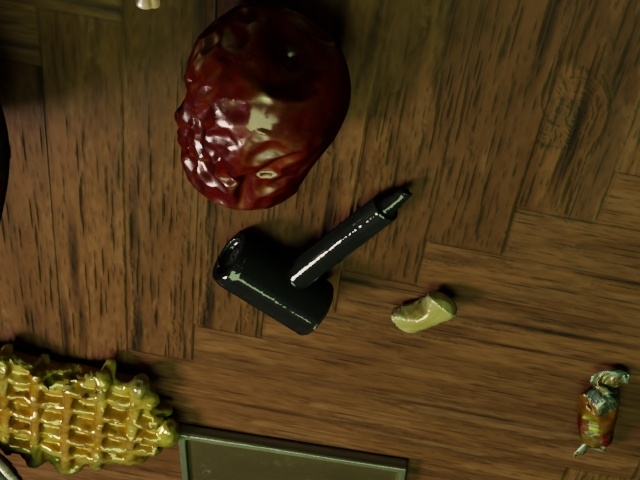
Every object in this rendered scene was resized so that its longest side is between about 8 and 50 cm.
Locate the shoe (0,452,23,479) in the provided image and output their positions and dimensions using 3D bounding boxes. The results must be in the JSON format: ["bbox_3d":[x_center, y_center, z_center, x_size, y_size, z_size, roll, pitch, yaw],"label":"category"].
[{"bbox_3d":[-0.486,0.295,2.105,0.194,0.077,0.074,42,169,0],"label":"shoe"}]

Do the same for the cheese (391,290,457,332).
[{"bbox_3d":[0.116,0.079,1.754,0.044,0.030,0.083,27,147,-29],"label":"cheese"}]

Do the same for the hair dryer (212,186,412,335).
[{"bbox_3d":[0.000,0.000,1.670,0.128,0.070,0.255,30,132,-22],"label":"hair dryer"}]

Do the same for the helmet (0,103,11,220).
[{"bbox_3d":[-0.455,-0.108,1.502,0.384,0.230,0.337,18,145,4],"label":"helmet"}]

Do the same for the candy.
[{"bbox_3d":[0.332,0.214,1.858,0.053,0.046,0.182,6,141,5],"label":"candy"}]

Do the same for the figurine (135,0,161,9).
[{"bbox_3d":[-0.242,-0.269,1.306,0.236,0.141,0.163,9,138,5],"label":"figurine"}]

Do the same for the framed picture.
[{"bbox_3d":[-0.040,0.343,2.149,0.314,0.024,0.232,8,143,4],"label":"framed picture"}]

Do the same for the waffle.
[{"bbox_3d":[-0.339,0.221,2.042,0.300,0.058,0.282,-3,142,18],"label":"waffle"}]

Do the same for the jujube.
[{"bbox_3d":[-0.059,-0.116,1.451,0.155,0.155,0.230,16,144,-5],"label":"jujube"}]
